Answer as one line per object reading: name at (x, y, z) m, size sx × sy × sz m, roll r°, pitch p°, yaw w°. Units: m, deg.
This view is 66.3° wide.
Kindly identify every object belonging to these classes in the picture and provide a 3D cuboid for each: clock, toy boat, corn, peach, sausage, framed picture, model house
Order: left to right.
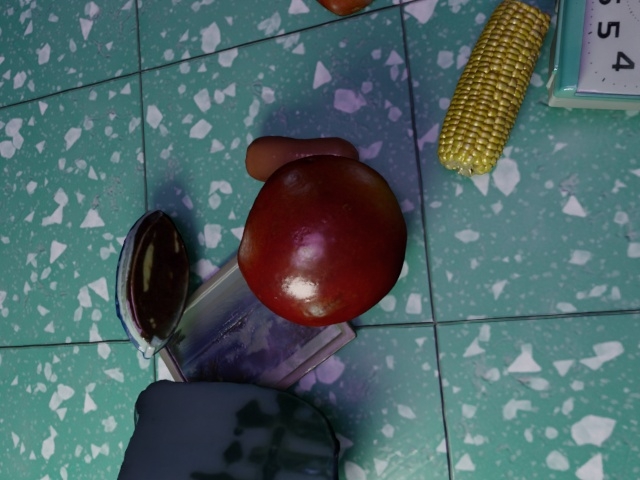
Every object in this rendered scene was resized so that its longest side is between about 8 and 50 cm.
toy boat at (-0.288, 0.068, 0.829) m, size 0.115 × 0.114 × 0.262 m, roll -22°, pitch 63°, yaw 53°
model house at (-0.130, 0.415, 0.715) m, size 0.294 × 0.252 × 0.330 m, roll 2°, pitch 115°, yaw -5°
framed picture at (-0.123, 0.154, 0.811) m, size 0.315 × 0.024 × 0.232 m, roll -40°, pitch 74°, yaw 11°
sausage at (-0.031, -0.126, 0.775) m, size 0.193 × 0.077 × 0.077 m, roll 5°, pitch 88°, yaw 18°
peach at (0.000, 0.000, 0.676) m, size 0.243 × 0.199 × 0.244 m, roll 0°, pitch 91°, yaw -12°
corn at (0.237, -0.210, 0.682) m, size 0.093 × 0.093 × 0.244 m, roll 21°, pitch 89°, yaw 19°
clock at (0.420, -0.295, 0.624) m, size 0.230 × 0.116 × 0.263 m, roll 6°, pitch 89°, yaw 14°

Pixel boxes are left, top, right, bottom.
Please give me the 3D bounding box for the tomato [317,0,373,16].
tomato at (0.038, -0.451, 0.777) m, size 0.155 × 0.069 × 0.156 m, roll -2°, pitch 85°, yaw 19°
